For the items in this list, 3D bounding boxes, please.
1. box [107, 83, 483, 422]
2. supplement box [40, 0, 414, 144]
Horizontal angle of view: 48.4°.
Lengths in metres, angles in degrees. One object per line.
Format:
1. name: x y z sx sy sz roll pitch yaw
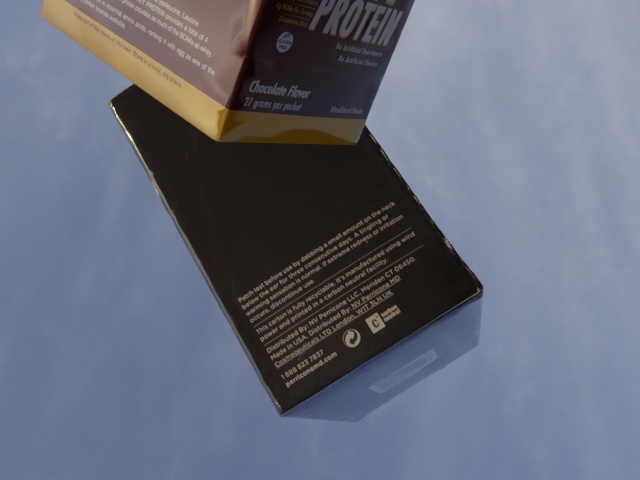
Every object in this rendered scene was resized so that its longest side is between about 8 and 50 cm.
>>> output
1. box: 0.000 0.000 0.710 0.179 0.343 0.312 -32 -109 2
2. supplement box: -0.045 -0.186 0.432 0.191 0.194 0.129 36 -154 30
